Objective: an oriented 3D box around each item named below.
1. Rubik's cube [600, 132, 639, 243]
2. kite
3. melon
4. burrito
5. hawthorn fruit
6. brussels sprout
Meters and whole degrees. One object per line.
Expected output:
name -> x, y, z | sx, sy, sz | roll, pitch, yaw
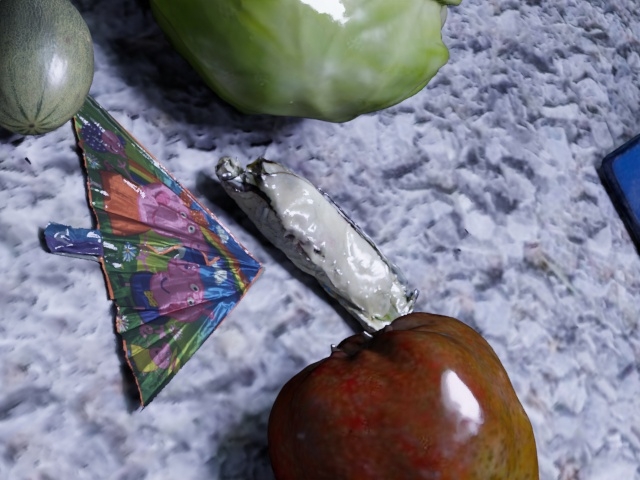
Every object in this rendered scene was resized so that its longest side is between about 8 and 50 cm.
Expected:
Rubik's cube -> 0.596, -0.037, 1.881 | 0.363, 0.359, 0.362 | -11, 68, -52
kite -> -0.131, 0.001, 1.359 | 0.234, 0.016, 0.321 | 10, 55, -41
melon -> -0.228, -0.141, 1.304 | 0.098, 0.098, 0.131 | 26, 49, -31
burrito -> -0.002, 0.001, 1.455 | 0.229, 0.063, 0.058 | 44, 28, -14
hawthorn fruit -> 0.073, 0.188, 1.297 | 0.208, 0.208, 0.248 | -23, 95, -52
brussels sprout -> -0.032, -0.246, 1.482 | 0.328, 0.247, 0.328 | 28, 53, -46
